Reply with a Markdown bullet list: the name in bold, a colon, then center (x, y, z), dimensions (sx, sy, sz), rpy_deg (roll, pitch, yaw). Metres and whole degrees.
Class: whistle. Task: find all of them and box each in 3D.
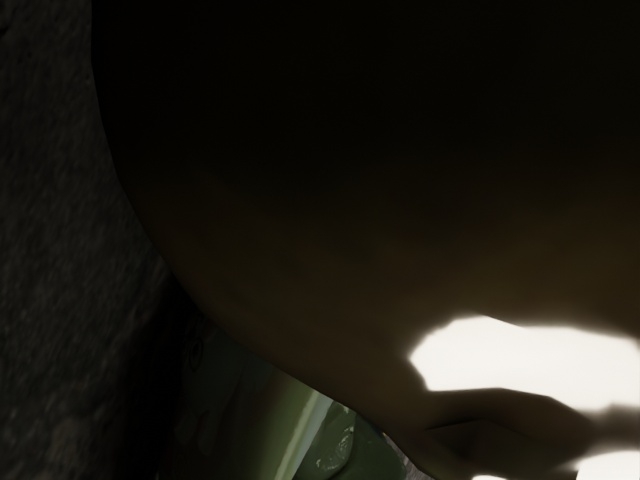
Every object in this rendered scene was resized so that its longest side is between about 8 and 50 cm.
- **whistle**: center (-0.005, 0.151, 0.863), dimensions (0.110, 0.092, 0.244), rpy_deg (-36, 147, -42)

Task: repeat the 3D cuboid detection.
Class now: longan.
- **longan**: center (0.106, -0.065, 0.501), dimensions (0.361, 0.361, 0.361), rpy_deg (19, 90, -74)

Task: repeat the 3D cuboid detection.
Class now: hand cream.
- **hand cream**: center (0.000, 0.000, 0.698), dimensions (0.147, 0.093, 0.305), rpy_deg (-2, -115, 67)

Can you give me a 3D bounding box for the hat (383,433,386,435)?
- **hat**: center (0.040, 0.089, 0.966), dimensions (0.193, 0.082, 0.193), rpy_deg (-58, 160, -34)
